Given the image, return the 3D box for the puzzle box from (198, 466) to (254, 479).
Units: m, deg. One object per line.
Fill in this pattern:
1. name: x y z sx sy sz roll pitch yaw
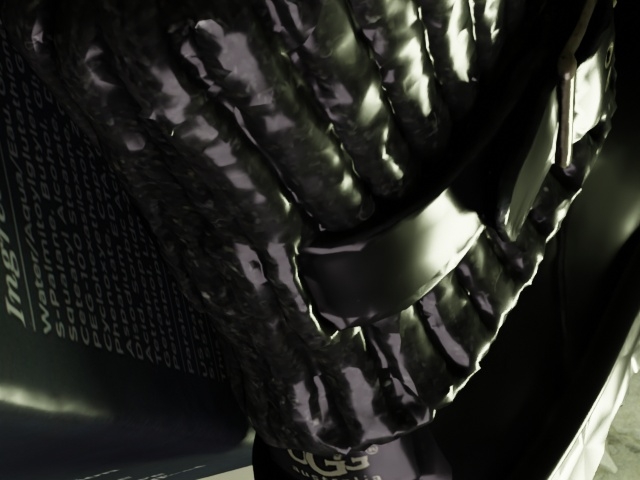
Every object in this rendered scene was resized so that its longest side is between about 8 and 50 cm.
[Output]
1. puzzle box: -0.087 0.087 0.834 0.409 0.052 0.272 -36 136 -1

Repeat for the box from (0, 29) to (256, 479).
1. box: -0.205 -0.012 0.480 0.293 0.212 0.395 -15 169 9

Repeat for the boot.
1. boot: 0.045 -0.089 0.522 0.131 0.348 0.260 1 137 24
